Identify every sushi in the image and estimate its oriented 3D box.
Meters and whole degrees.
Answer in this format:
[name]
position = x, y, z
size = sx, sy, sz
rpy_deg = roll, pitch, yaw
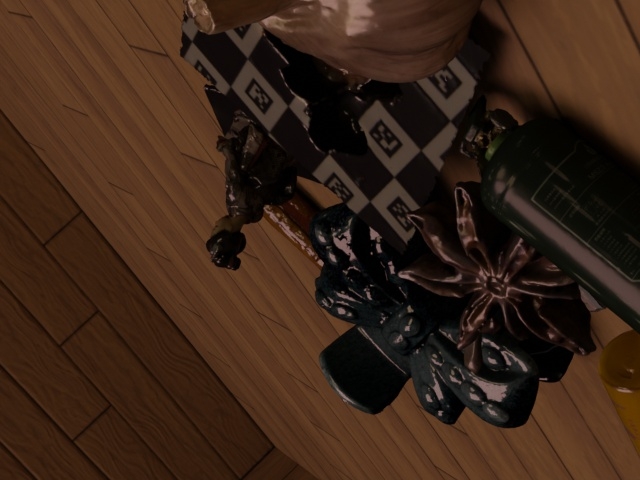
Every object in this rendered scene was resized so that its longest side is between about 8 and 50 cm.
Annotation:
[sushi]
position = 0.014, -0.188, 1.217
size = 0.339, 0.069, 0.320
rpy_deg = 42, 150, 17

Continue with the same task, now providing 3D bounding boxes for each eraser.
[eraser]
position = 0.254, 0.051, 1.270
size = 0.038, 0.019, 0.083
rpy_deg = 50, 165, -6

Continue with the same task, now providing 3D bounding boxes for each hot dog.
[hot dog]
position = -0.003, 0.003, 1.781
size = 0.286, 0.061, 0.088
rpy_deg = 44, 169, 3

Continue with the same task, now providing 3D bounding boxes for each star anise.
[star anise]
position = 0.170, 0.032, 1.205
size = 0.209, 0.089, 0.231
rpy_deg = 46, 143, -4

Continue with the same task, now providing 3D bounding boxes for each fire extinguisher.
[fire extinguisher]
position = 0.225, -0.014, 1.043
size = 0.311, 0.114, 0.095
rpy_deg = 40, 125, 18

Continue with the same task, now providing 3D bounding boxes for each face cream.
[face cream]
position = 0.350, 0.199, 1.276
size = 0.078, 0.078, 0.273
rpy_deg = 29, 158, 50

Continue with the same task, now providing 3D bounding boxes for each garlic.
[garlic]
position = -0.003, -0.194, 0.945
size = 0.218, 0.212, 0.218
rpy_deg = 43, 154, 27

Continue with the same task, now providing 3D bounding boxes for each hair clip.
[hair clip]
position = 0.117, 0.073, 1.404
size = 0.310, 0.194, 0.206
rpy_deg = 47, 137, 6

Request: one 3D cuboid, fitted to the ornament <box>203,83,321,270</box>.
[ornament]
position = -0.099, -0.058, 1.556
size = 0.153, 0.196, 0.166
rpy_deg = 17, 155, 22
